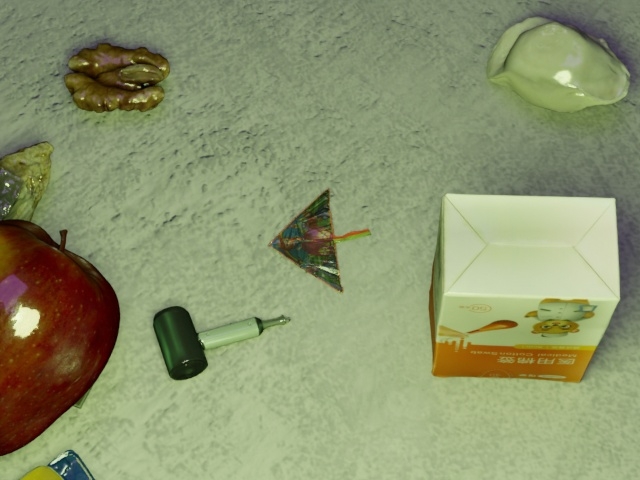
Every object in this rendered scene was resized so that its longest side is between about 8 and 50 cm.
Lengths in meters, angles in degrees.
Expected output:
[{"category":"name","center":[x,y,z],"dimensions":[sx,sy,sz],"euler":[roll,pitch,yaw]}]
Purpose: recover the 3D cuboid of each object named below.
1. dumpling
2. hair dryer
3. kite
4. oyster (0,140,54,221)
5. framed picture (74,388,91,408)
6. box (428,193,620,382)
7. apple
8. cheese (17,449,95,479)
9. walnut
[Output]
[{"category":"dumpling","center":[0.388,-0.286,1.978],"dimensions":[0.250,0.132,0.162],"euler":[22,69,32]},{"category":"hair dryer","center":[-0.139,0.133,1.785],"dimensions":[0.197,0.057,0.100],"euler":[-12,59,-16]},{"category":"kite","center":[0.000,0.000,1.879],"dimensions":[0.159,0.010,0.190],"euler":[-4,60,-3]},{"category":"oyster","center":[-0.516,-0.021,1.845],"dimensions":[0.166,0.110,0.341],"euler":[34,78,26]},{"category":"framed picture","center":[-0.356,0.195,1.770],"dimensions":[0.066,0.007,0.089],"euler":[17,60,12]},{"category":"box","center":[0.262,0.074,1.636],"dimensions":[0.224,0.341,0.144],"euler":[2,67,3]},{"category":"apple","center":[-0.426,0.122,1.656],"dimensions":[0.288,0.288,0.317],"euler":[35,79,20]},{"category":"cheese","center":[-0.422,0.383,1.619],"dimensions":[0.270,0.069,0.177],"euler":[-34,63,-18]},{"category":"walnut","center":[-0.334,-0.258,2.012],"dimensions":[0.170,0.069,0.143],"euler":[7,58,4]}]
